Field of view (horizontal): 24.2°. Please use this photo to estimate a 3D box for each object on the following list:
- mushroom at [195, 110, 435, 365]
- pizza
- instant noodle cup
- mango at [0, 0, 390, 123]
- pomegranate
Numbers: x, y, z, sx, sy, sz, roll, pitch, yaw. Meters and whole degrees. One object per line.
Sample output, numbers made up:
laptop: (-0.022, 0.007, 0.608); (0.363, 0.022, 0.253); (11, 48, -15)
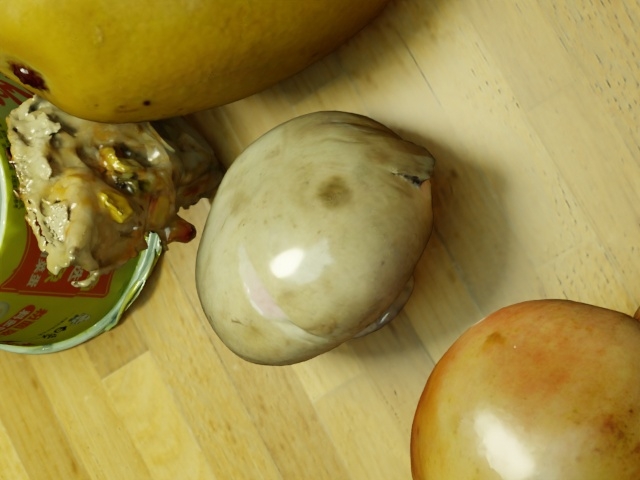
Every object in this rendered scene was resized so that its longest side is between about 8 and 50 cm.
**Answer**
mushroom: (0.000, 0.000, 1.299); (0.255, 0.255, 0.184); (-34, 113, 18)
pizza: (-0.186, -0.060, 1.304); (0.189, 0.297, 0.071); (47, 119, -4)
instant noodle cup: (-0.331, -0.031, 1.415); (0.311, 0.221, 0.311); (1, 92, 22)
mango: (-0.099, -0.271, 1.276); (0.446, 0.232, 0.300); (-26, 90, -16)
pomegranate: (0.207, 0.158, 1.196); (0.229, 0.252, 0.270); (17, 56, 46)
